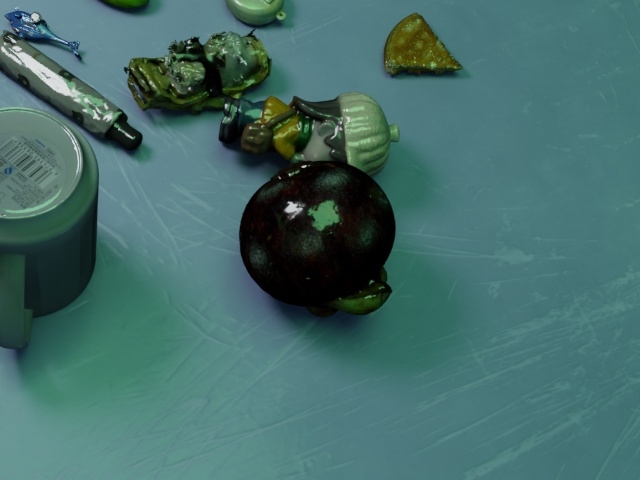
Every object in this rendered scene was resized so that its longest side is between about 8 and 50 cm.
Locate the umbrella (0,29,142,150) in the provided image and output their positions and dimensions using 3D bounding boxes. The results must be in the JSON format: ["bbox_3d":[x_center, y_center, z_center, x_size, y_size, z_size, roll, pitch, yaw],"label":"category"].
[{"bbox_3d":[-0.476,-0.277,1.811,0.337,0.067,0.073,34,91,5],"label":"umbrella"}]

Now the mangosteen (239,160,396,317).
[{"bbox_3d":[0.000,0.000,1.684,0.287,0.288,0.288,6,62,-11],"label":"mangosteen"}]

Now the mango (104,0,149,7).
[{"bbox_3d":[-0.419,-0.542,1.948,0.178,0.100,0.119,38,58,-2],"label":"mango"}]

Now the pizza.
[{"bbox_3d":[0.226,-0.412,2.083,0.176,0.036,0.185,18,58,-7],"label":"pizza"}]

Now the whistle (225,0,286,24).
[{"bbox_3d":[-0.177,-0.542,2.030,0.258,0.067,0.126,35,59,8],"label":"whistle"}]

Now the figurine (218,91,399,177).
[{"bbox_3d":[-0.020,-0.217,1.834,0.332,0.185,0.205,26,95,-5],"label":"figurine"}]

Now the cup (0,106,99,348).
[{"bbox_3d":[-0.476,-0.006,1.519,0.236,0.327,0.323,5,63,-12],"label":"cup"}]

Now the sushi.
[{"bbox_3d":[-0.225,-0.321,1.867,0.290,0.131,0.139,-17,67,-31],"label":"sushi"}]

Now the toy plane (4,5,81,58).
[{"bbox_3d":[-0.540,-0.401,1.875,0.167,0.054,0.062,24,85,0],"label":"toy plane"}]
